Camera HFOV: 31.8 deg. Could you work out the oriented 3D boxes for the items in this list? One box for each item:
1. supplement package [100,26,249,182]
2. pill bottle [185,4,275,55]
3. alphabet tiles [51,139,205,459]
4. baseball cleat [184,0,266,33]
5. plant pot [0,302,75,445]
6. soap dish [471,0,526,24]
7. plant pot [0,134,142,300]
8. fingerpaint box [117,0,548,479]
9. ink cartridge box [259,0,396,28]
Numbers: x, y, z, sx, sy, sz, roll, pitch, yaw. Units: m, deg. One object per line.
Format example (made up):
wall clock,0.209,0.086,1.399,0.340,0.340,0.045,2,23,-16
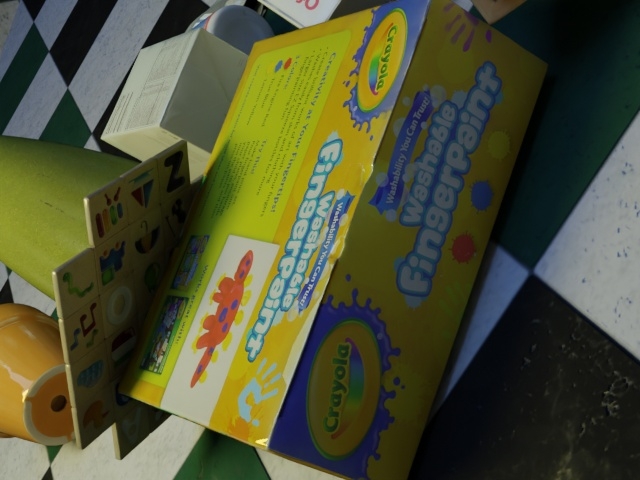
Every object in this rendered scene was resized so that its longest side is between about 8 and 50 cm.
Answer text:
supplement package,-0.155,-0.168,1.531,0.203,0.194,0.149,0,66,58
pill bottle,-0.172,-0.263,1.714,0.221,0.124,0.124,-22,48,52
alphabet tiles,-0.194,0.071,1.281,0.011,0.343,0.285,15,33,26
baseball cleat,-0.161,-0.341,1.816,0.206,0.072,0.109,-52,30,20
plant pot,-0.435,0.216,1.691,0.188,0.205,0.205,18,82,46
soap dish,0.168,-0.376,1.068,0.229,0.291,0.118,-36,-9,2
plant pot,-0.408,-0.042,1.737,0.275,0.293,0.275,-39,37,36
fingerpaint box,0.000,0.000,1.171,0.371,0.163,0.445,1,68,60
ink cartridge box,0.050,-0.393,1.371,0.223,0.129,0.307,41,99,39
